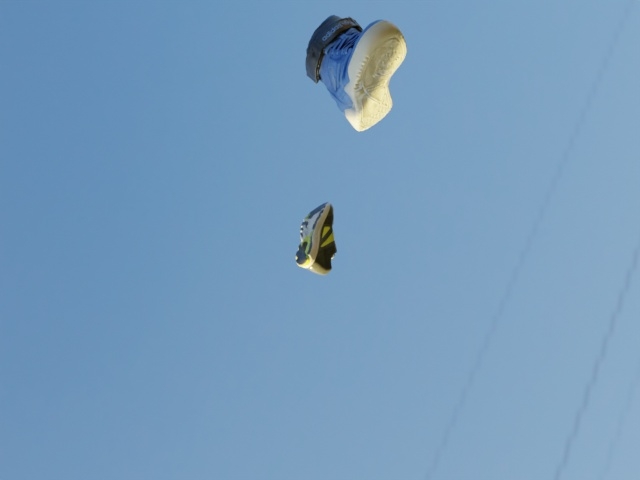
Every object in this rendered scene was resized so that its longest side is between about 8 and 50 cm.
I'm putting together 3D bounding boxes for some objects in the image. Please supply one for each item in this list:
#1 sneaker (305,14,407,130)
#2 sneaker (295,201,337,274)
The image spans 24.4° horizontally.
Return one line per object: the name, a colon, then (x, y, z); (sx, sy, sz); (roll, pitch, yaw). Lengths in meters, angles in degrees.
sneaker: (0.024, -0.156, 1.222); (0.058, 0.084, 0.152); (-36, -15, -11)
sneaker: (0.000, 0.000, 1.419); (0.035, 0.031, 0.083); (39, -133, -25)
